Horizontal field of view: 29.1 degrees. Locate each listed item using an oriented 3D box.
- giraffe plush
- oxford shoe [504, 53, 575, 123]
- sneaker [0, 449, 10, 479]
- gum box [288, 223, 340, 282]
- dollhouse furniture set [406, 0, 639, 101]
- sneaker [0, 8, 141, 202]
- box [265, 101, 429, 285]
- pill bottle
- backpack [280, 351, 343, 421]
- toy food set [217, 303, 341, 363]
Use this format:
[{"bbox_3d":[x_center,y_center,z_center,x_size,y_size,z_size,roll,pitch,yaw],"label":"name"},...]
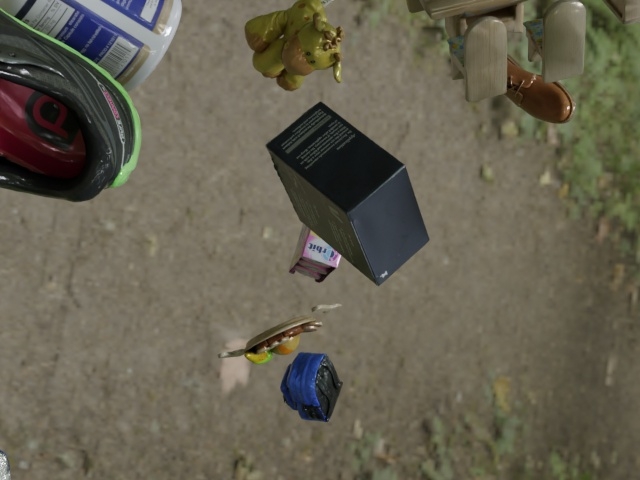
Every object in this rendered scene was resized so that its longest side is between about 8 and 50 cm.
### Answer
[{"bbox_3d":[-0.022,-0.357,2.252,0.181,0.170,0.210,33,105,-30],"label":"giraffe plush"},{"bbox_3d":[0.347,-0.263,2.140,0.076,0.212,0.076,-6,125,-49],"label":"oxford shoe"},{"bbox_3d":[-0.357,0.284,1.289,0.052,0.058,0.135,27,71,-22],"label":"sneaker"},{"bbox_3d":[0.000,0.000,2.024,0.188,0.062,0.107,132,-23,-77],"label":"gum box"},{"bbox_3d":[0.346,-0.464,1.993,0.362,0.394,0.256,-111,-170,-48],"label":"dollhouse furniture set"},{"bbox_3d":[-0.401,-0.184,1.244,0.185,0.482,0.202,-63,-164,15],"label":"sneaker"},{"bbox_3d":[0.034,-0.055,1.468,0.093,0.158,0.156,-40,144,-12],"label":"box"},{"bbox_3d":[-0.321,-0.312,1.551,0.264,0.153,0.153,30,65,-27],"label":"pill bottle"},{"bbox_3d":[-0.023,0.265,2.263,0.120,0.101,0.098,74,24,-47],"label":"backpack"},{"bbox_3d":[-0.059,0.157,1.941,0.039,0.192,0.132,65,14,9],"label":"toy food set"}]
